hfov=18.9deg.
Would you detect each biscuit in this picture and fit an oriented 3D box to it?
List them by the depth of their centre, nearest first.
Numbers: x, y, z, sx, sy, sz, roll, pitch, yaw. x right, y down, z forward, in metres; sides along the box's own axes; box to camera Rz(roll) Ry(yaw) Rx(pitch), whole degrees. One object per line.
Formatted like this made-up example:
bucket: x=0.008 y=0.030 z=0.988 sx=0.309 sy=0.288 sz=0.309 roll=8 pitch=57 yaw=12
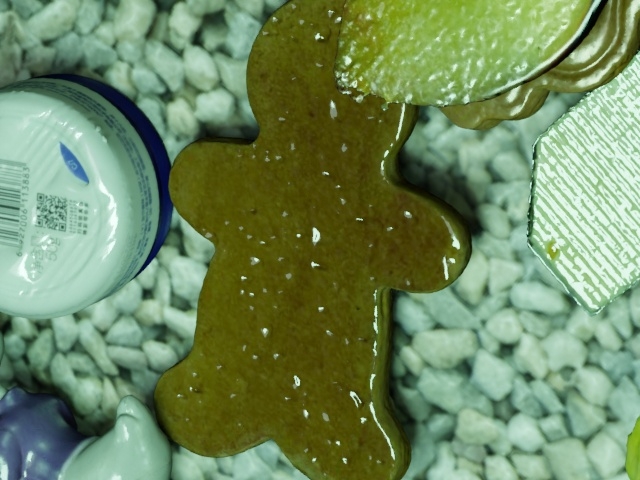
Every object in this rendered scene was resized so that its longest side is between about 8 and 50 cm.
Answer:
biscuit: x=0.186 y=-0.206 z=1.480 sx=0.186 sy=0.044 sz=0.295 roll=49 pitch=116 yaw=24
biscuit: x=0.261 y=-0.065 z=1.511 sx=0.147 sy=0.046 sz=0.250 roll=48 pitch=114 yaw=3
biscuit: x=0.000 y=0.000 z=1.616 sx=0.283 sy=0.064 sz=0.432 roll=15 pitch=108 yaw=26

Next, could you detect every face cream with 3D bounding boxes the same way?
face cream: x=-0.240 y=-0.038 z=1.669 sx=0.206 sy=0.111 sz=0.206 roll=4 pitch=103 yaw=17

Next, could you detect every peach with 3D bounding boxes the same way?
peach: x=0.121 y=-0.199 z=1.457 sx=0.279 sy=0.068 sz=0.189 roll=-37 pitch=76 yaw=29

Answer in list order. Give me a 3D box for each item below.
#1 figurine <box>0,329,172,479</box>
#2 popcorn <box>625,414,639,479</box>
figurine: x=-0.245 y=0.180 z=1.702 sx=0.421 sy=0.154 sz=0.193 roll=38 pitch=121 yaw=12
popcorn: x=0.362 y=0.158 z=1.435 sx=0.224 sy=0.270 sz=0.258 roll=44 pitch=84 yaw=-23
